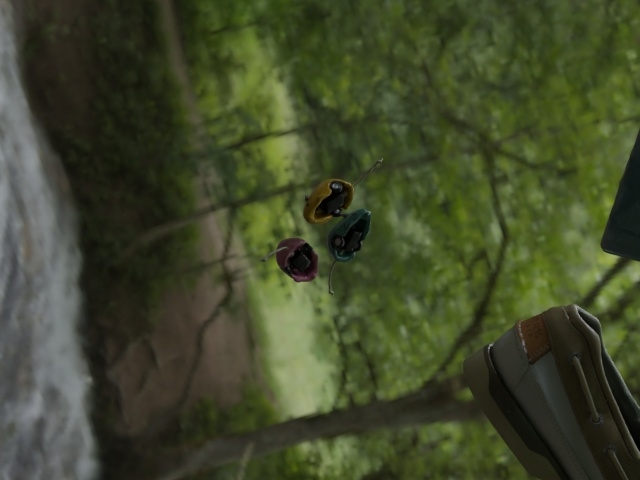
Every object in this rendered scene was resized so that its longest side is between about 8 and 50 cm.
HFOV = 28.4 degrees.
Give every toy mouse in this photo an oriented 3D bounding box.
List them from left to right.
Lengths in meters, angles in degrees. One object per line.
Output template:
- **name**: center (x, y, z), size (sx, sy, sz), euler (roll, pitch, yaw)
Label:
- **toy mouse**: center (0.000, 0.000, 1.309), size (0.031, 0.161, 0.143), euler (38, -30, 35)

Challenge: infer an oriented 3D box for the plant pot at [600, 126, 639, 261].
- **plant pot**: center (0.347, -0.091, 0.740), size (0.248, 0.252, 0.247), euler (-34, 142, -58)

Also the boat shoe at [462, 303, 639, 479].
- **boat shoe**: center (0.240, 0.183, 0.969), size (0.302, 0.103, 0.113), euler (50, 17, -10)
